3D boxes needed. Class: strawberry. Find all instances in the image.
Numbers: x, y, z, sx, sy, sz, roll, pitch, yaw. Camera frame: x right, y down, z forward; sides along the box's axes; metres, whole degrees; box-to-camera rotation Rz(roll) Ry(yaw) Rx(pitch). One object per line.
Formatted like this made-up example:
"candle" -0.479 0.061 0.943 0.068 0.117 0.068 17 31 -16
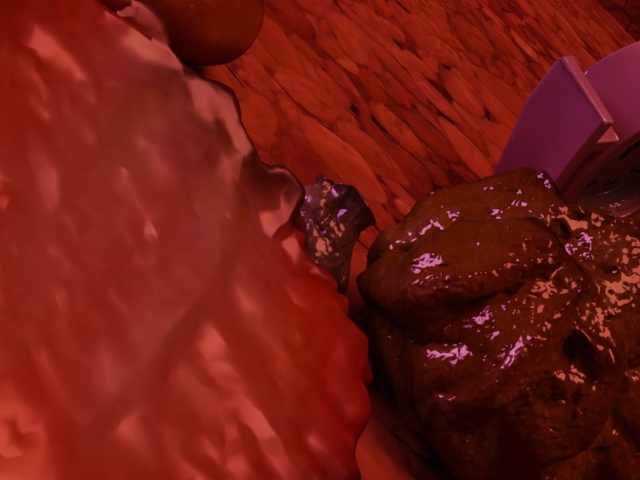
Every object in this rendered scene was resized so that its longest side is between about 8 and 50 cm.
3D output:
"strawberry" -0.123 0.046 0.492 0.265 0.149 0.336 47 33 -18

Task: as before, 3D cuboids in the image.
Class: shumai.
"shumai" 0.000 0.000 0.817 0.083 0.080 0.082 51 26 3

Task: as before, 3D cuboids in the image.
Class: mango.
"mango" -0.120 -0.199 0.921 0.178 0.090 0.115 33 34 -12

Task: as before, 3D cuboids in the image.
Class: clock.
"clock" 0.292 -0.072 1.193 0.275 0.290 0.080 -15 62 -23

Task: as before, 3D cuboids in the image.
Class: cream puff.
"cream puff" 0.134 0.063 0.851 0.244 0.196 0.244 154 -90 -89

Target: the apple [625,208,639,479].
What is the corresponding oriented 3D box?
"apple" 0.318 0.082 1.020 0.264 0.264 0.264 37 26 -22
